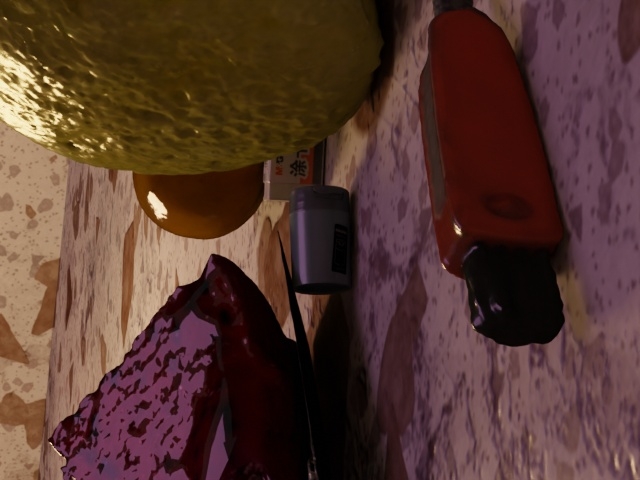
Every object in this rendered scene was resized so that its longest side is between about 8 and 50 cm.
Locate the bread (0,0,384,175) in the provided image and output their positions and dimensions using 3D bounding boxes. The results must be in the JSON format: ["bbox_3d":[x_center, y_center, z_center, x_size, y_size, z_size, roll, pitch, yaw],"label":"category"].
[{"bbox_3d":[-0.122,-0.238,1.498,0.348,0.348,0.307,113,161,-55],"label":"bread"}]

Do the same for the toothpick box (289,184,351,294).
[{"bbox_3d":[0.000,0.000,1.526,0.052,0.052,0.083,136,134,-70],"label":"toothpick box"}]

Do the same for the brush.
[{"bbox_3d":[0.097,-0.065,1.114,0.051,0.070,0.323,111,161,-48],"label":"brush"}]

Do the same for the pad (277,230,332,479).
[{"bbox_3d":[-0.009,0.135,1.504,0.159,0.009,0.265,75,-177,-45],"label":"pad"}]

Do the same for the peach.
[{"bbox_3d":[-0.114,-0.128,1.849,0.251,0.153,0.251,-167,90,-90],"label":"peach"}]

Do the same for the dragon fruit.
[{"bbox_3d":[-0.109,0.236,1.552,0.302,0.240,0.330,68,-167,-49],"label":"dragon fruit"}]

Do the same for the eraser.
[{"bbox_3d":[-0.023,-0.095,1.640,0.029,0.052,0.122,-178,91,-78],"label":"eraser"}]
